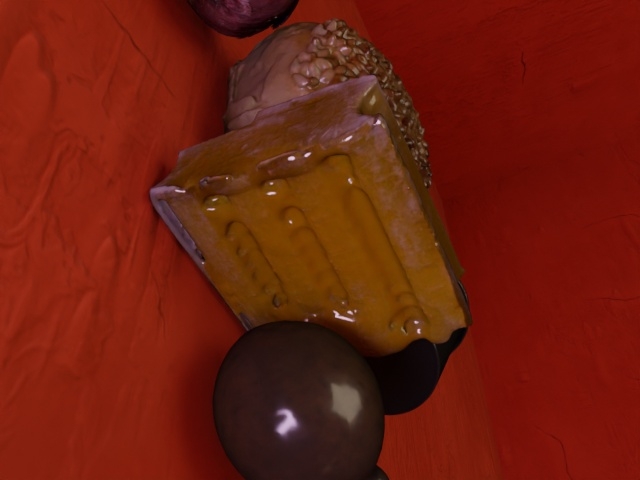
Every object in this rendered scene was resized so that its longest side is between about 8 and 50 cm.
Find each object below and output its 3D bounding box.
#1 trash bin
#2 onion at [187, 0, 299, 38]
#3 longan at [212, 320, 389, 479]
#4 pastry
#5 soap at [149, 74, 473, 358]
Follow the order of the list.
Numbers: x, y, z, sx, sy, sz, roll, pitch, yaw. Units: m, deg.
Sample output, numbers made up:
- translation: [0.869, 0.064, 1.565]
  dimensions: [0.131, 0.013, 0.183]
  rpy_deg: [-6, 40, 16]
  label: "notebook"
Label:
- translation: [0.137, 0.133, 1.075]
  dimensions: [0.214, 0.214, 0.334]
  rpy_deg: [70, 23, -5]
  label: "trash bin"
- translation: [-0.122, -0.400, 0.847]
  dimensions: [0.252, 0.219, 0.252]
  rpy_deg: [179, -90, -71]
  label: "onion"
- translation: [-0.012, 0.172, 0.619]
  dimensions: [0.204, 0.159, 0.185]
  rpy_deg: [47, -1, 3]
  label: "longan"
- translation: [0.025, -0.133, 0.933]
  dimensions: [0.410, 0.245, 0.410]
  rpy_deg: [54, 25, -40]
  label: "pastry"
- translation: [0.000, 0.000, 0.689]
  dimensions: [0.143, 0.259, 0.281]
  rpy_deg: [-83, 151, -48]
  label: "soap"
